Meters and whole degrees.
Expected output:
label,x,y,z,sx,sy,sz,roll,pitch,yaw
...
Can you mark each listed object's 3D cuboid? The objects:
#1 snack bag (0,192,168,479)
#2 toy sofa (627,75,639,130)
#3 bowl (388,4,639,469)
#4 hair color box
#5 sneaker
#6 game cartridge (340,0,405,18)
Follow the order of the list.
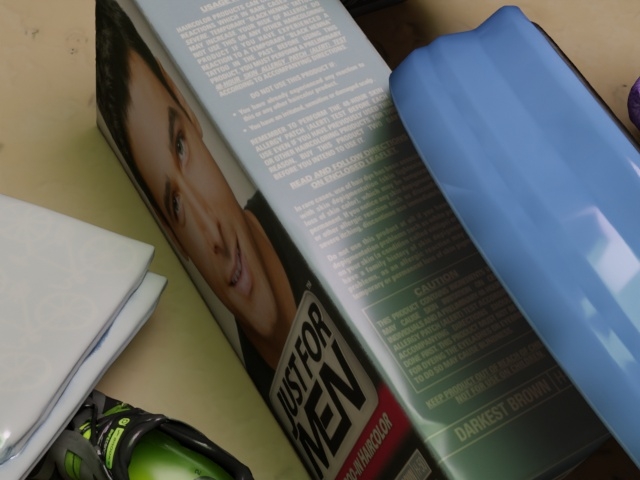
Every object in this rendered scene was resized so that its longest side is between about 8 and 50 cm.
label,x,y,z,sx,sy,sz,roll,pitch,yaw
snack bag,-0.292,0.058,0.584,0.323,0.037,0.342,21,40,8
toy sofa,0.256,-0.119,0.715,0.177,0.362,0.150,-46,59,11
bowl,0.189,0.039,0.597,0.077,0.391,0.391,-39,69,15
hair color box,0.000,0.000,0.669,0.114,0.185,0.374,-24,68,-22
sneaker,-0.119,0.111,0.641,0.188,0.078,0.067,21,58,3
game cartridge,0.057,-0.205,0.745,0.198,0.297,0.062,-27,94,-24
